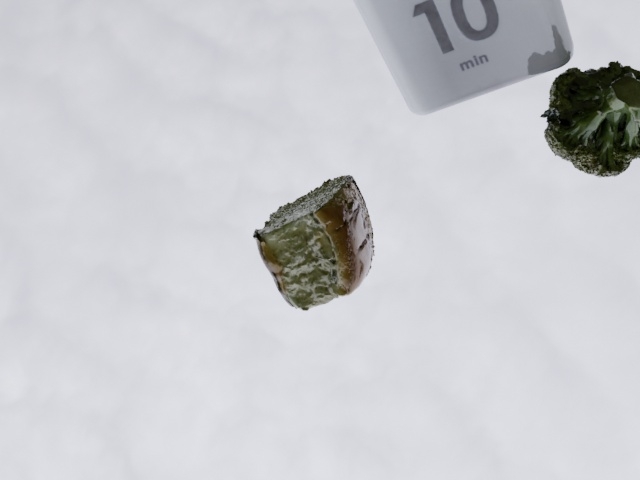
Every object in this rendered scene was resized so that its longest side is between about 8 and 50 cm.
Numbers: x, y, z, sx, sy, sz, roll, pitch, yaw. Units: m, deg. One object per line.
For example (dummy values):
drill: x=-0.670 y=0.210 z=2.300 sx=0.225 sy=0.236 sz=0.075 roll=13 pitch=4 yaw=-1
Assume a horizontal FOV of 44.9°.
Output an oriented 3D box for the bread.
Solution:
bread: x=0.002 y=0.000 z=0.573 sx=0.076 sy=0.070 sz=0.083 roll=-23 pitch=-162 yaw=22

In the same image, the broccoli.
broccoli: x=0.307 y=-0.133 z=0.835 sx=0.131 sy=0.120 sz=0.130 roll=22 pitch=-105 yaw=4

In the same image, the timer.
timer: x=0.149 y=-0.289 z=0.852 sx=0.192 sy=0.195 sz=0.194 roll=-17 pitch=-131 yaw=19
